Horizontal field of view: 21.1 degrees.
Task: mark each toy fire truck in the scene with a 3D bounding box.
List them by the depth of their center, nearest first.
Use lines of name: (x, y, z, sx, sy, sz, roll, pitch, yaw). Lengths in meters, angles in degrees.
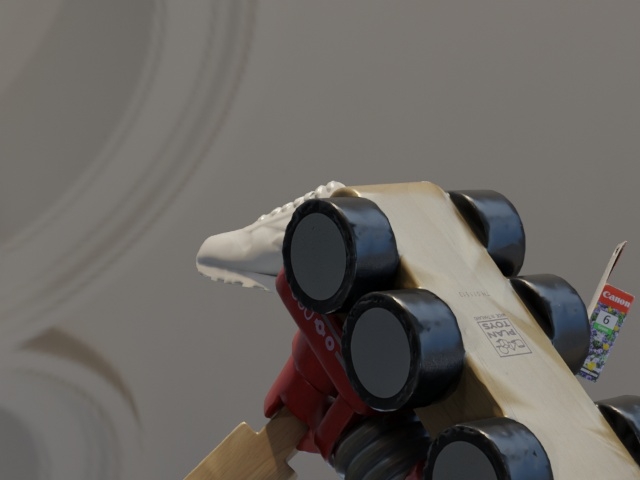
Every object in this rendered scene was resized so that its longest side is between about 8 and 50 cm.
toy fire truck: (0.020, 0.121, 0.870, 0.217, 0.158, 0.246, 57, -46, 30)

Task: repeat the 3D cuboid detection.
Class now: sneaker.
sneaker: (0.000, 0.000, 1.388, 0.235, 0.090, 0.095, 1, -90, 35)

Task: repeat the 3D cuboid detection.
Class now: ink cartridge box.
ink cartridge box: (0.234, 0.059, 1.405, 0.029, 0.063, 0.115, 25, -90, 5)
